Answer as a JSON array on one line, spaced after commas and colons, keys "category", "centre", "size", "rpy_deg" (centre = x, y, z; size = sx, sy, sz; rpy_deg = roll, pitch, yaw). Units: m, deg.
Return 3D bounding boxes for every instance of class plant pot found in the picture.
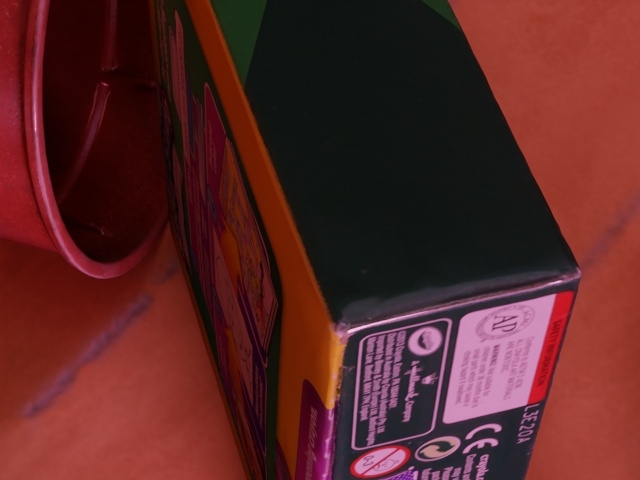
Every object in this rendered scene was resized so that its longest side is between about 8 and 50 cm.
[{"category": "plant pot", "centre": [-0.229, -0.132, 0.962], "size": [0.265, 0.272, 0.272], "rpy_deg": [9, 55, 14]}]

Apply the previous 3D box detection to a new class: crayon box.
[{"category": "crayon box", "centre": [0.000, 0.000, 0.800], "size": [0.106, 0.363, 0.313], "rpy_deg": [-13, 57, -10]}]
